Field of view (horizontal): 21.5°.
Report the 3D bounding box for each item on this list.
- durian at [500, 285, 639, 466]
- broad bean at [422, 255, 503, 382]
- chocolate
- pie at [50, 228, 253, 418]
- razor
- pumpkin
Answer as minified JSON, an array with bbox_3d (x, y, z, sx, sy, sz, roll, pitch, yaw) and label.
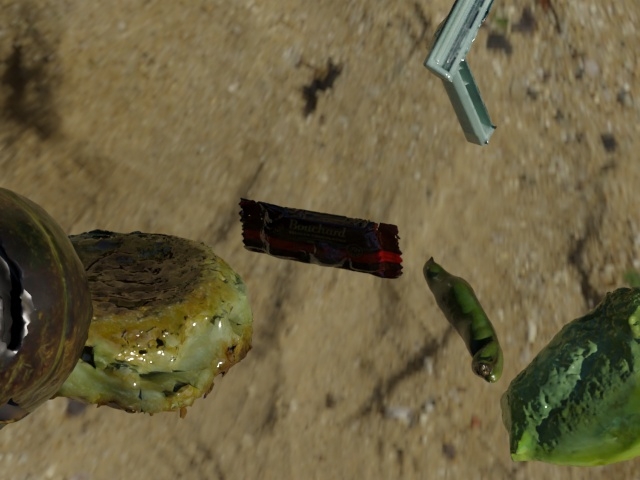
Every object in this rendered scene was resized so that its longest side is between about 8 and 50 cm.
[{"bbox_3d":[0.275,0.129,1.558,0.250,0.101,0.139,-33,112,24],"label":"durian"},{"bbox_3d":[0.168,0.095,1.898,0.046,0.195,0.061,-33,131,10],"label":"broad bean"},{"bbox_3d":[0.000,0.000,1.786,0.182,0.028,0.086,14,136,16],"label":"chocolate"},{"bbox_3d":[-0.226,0.069,1.690,0.355,0.288,0.103,22,114,36],"label":"pie"},{"bbox_3d":[0.146,-0.169,1.749,0.056,0.278,0.111,23,75,16],"label":"razor"},{"bbox_3d":[-0.335,0.080,1.371,0.320,0.320,0.192,-29,83,15],"label":"pumpkin"}]
